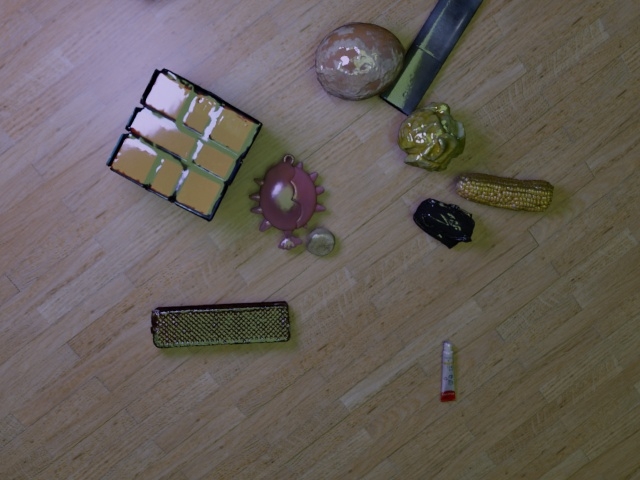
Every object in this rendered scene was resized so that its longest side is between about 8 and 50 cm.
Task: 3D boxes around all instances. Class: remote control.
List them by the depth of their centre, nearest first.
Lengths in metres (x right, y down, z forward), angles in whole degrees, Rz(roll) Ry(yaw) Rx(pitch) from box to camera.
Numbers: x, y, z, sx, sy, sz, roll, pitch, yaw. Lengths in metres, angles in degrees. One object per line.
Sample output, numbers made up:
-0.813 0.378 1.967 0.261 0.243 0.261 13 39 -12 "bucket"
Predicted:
0.304 -0.527 1.880 0.107 0.044 0.378 31 94 -8 "remote control"

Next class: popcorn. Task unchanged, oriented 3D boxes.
0.304 -0.281 1.866 0.187 0.167 0.186 -20 79 -42 "popcorn"

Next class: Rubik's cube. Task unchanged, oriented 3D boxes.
-0.333 -0.245 1.729 0.293 0.288 0.284 30 96 -13 "Rubik's cube"

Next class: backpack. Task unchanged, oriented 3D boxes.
0.349 -0.057 1.934 0.165 0.120 0.106 33 73 -11 "backpack"

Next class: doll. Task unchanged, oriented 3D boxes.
-0.089 -0.105 1.879 0.211 0.093 0.262 -8 100 -9 "doll"

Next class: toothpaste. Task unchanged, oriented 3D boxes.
0.383 0.396 2.056 0.048 0.031 0.191 -5 103 -10 "toothpaste"

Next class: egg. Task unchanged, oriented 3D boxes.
0.102 -0.468 1.787 0.245 0.203 0.204 -13 101 -4 "egg"

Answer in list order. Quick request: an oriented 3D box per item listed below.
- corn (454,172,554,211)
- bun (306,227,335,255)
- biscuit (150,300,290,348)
0.521 -0.139 1.945 0.291 0.101 0.101 8 99 -10 "corn"
0.000 0.000 1.926 0.086 0.055 0.086 -5 125 -8 "bun"
-0.278 0.234 1.925 0.387 0.073 0.108 -2 99 -7 "biscuit"
